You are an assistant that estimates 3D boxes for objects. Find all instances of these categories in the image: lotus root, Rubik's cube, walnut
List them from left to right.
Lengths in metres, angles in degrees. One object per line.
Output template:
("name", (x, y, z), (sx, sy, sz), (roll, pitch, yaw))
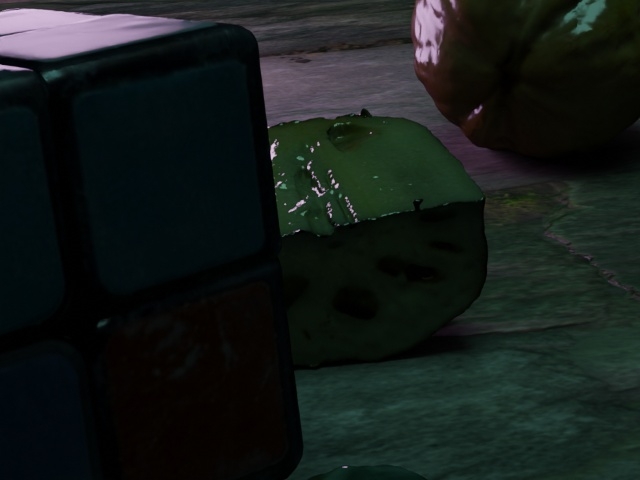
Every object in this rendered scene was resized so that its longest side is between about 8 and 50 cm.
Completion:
("Rubik's cube", (-0.232, 0.023, 0.998), (0.318, 0.316, 0.313), (-19, 20, -35))
("lotus root", (-0.014, -0.003, 1.333), (0.267, 0.149, 0.260), (-11, 24, -8))
("walnut", (0.272, -0.255, 1.819), (0.306, 0.306, 0.344), (5, 22, 19))

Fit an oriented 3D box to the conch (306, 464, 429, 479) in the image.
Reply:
("conch", (0.000, 0.206, 0.728), (0.277, 0.195, 0.220), (23, 50, -3))
